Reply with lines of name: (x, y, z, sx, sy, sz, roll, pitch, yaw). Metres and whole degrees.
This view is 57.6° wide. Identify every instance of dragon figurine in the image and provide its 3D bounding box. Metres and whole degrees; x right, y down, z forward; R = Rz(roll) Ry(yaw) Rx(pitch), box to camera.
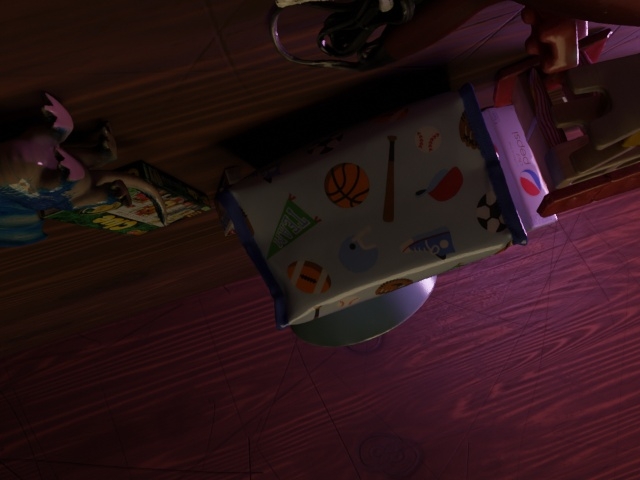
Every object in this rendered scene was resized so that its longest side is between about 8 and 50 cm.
dragon figurine: (-0.252, -0.048, 0.510, 0.144, 0.085, 0.289, -19, 174, 8)

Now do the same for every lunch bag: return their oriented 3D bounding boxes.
lunch bag: (0.081, -0.054, 0.843, 0.327, 0.239, 0.385, -20, -171, 8)

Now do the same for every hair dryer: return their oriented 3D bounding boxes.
hair dryer: (0.089, -0.164, 0.348, 0.293, 0.080, 0.223, 8, -178, 13)

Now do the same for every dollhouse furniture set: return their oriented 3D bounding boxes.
dollhouse furniture set: (0.316, -0.169, 0.672, 0.152, 0.201, 0.374, -19, 168, 10)

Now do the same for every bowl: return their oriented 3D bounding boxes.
bowl: (0.049, 0.035, 1.106, 0.311, 0.163, 0.311, -19, -152, 11)

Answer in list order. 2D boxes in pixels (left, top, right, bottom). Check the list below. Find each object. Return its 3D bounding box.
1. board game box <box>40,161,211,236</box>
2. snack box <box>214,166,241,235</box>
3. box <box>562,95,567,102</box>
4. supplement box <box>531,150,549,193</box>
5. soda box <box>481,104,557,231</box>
board game box: (-0.250, -0.049, 0.796, 0.136, 0.030, 0.259, -17, 174, 5)
snack box: (-0.137, -0.056, 0.894, 0.022, 0.064, 0.178, -18, 174, -18)
box: (0.548, -0.261, 1.059, 0.178, 0.042, 0.109, -22, 149, 29)
supplement box: (0.406, -0.126, 1.305, 0.129, 0.191, 0.194, -14, 173, -38)
soda box: (0.320, -0.117, 0.995, 0.069, 0.216, 0.074, -14, 172, -29)
